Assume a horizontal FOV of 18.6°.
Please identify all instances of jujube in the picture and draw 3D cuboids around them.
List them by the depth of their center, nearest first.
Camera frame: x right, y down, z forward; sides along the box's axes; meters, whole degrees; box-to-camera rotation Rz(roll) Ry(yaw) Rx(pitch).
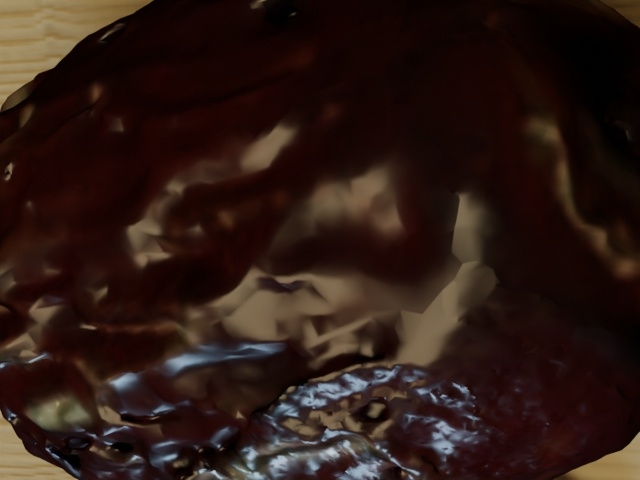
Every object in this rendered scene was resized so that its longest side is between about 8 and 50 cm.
[{"bbox_3d":[0.000,0.000,0.881,0.377,0.258,0.258,-11,112,23],"label":"jujube"}]
